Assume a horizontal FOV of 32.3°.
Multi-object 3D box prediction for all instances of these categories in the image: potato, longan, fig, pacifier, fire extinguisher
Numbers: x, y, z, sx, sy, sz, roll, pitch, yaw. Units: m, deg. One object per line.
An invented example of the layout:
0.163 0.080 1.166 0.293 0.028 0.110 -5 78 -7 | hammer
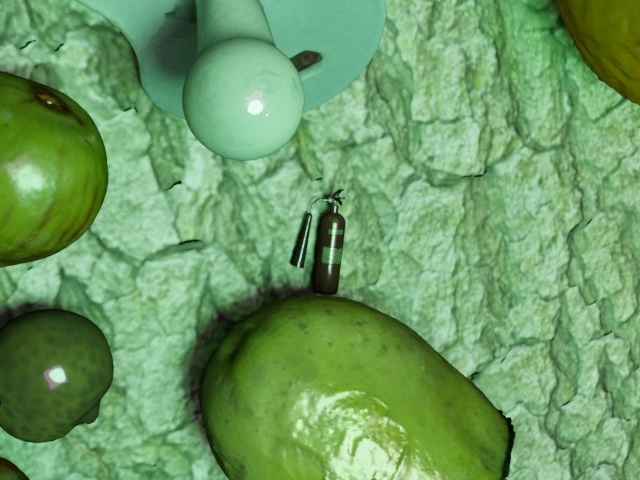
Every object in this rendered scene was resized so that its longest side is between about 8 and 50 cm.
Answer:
0.017 0.162 0.975 0.266 0.229 0.229 40 82 -13 | potato
-0.217 0.110 0.888 0.113 0.092 0.113 -6 103 -28 | longan
-0.240 -0.032 0.834 0.142 0.148 0.186 -6 143 -40 | fig
-0.052 -0.160 0.815 0.244 0.233 0.299 -18 143 15 | pacifier
-0.002 -0.001 1.015 0.046 0.032 0.100 7 100 6 | fire extinguisher

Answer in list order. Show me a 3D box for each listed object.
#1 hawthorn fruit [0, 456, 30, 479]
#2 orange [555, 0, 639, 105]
-0.288 0.302 0.843 0.210 0.210 0.262 6 114 -28 | hawthorn fruit
0.360 -0.281 0.987 0.340 0.293 0.341 -9 121 -16 | orange
